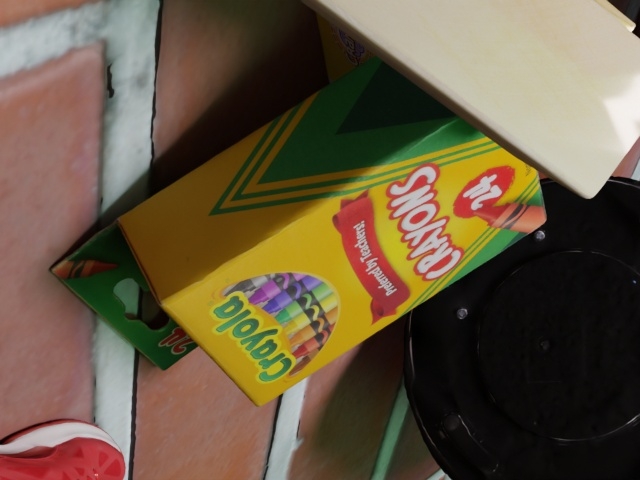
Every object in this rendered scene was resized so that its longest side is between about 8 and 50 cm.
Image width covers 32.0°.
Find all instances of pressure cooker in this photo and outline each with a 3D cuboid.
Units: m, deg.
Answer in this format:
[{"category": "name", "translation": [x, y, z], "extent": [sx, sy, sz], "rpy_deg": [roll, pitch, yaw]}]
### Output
[{"category": "pressure cooker", "translation": [0.318, 0.144, 1.228], "extent": [0.376, 0.370, 0.420], "rpy_deg": [-56, 154, 1]}]

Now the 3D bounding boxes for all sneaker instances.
[{"category": "sneaker", "translation": [-0.187, 0.193, 0.765], "extent": [0.087, 0.128, 0.221], "rpy_deg": [-58, 152, 12]}]

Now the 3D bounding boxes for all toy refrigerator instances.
[{"category": "toy refrigerator", "translation": [0.057, -0.139, 0.598], "extent": [0.269, 0.102, 0.094], "rpy_deg": [33, 97, -22]}]

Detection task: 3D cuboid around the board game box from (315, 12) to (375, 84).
[{"category": "board game box", "translation": [0.105, -0.196, 0.809], "extent": [0.242, 0.064, 0.316], "rpy_deg": [-42, 152, -17]}]

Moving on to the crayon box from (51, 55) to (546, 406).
[{"category": "crayon box", "translation": [0.000, 0.000, 0.784], "extent": [0.318, 0.081, 0.202], "rpy_deg": [-33, 149, -1]}]
